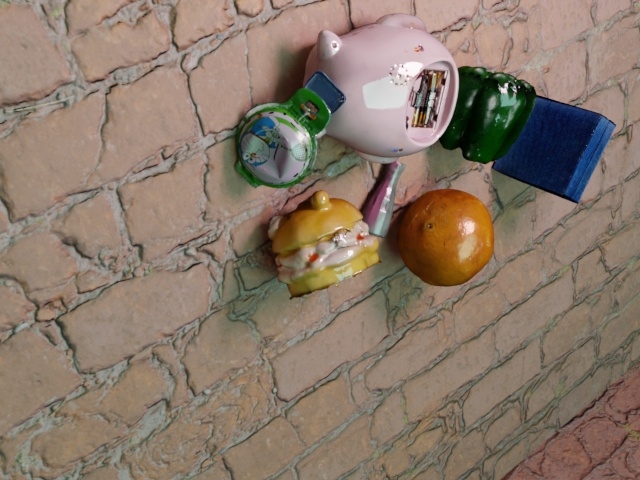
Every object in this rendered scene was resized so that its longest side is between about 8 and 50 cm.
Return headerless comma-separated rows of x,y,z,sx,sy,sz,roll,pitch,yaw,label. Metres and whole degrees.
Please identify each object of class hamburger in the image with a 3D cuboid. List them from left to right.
0.000,0.000,1.881,0.276,0.276,0.237,-22,93,-29,hamburger

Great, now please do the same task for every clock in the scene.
0.144,-0.361,1.811,0.376,0.250,0.368,-6,116,-37,clock

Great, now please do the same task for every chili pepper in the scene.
0.456,-0.354,2.087,0.248,0.233,0.257,0,117,-34,chili pepper

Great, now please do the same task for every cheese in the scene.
-0.077,-0.248,1.723,0.320,0.204,0.083,-44,-179,26,cheese

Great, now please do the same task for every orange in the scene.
0.355,-0.008,2.133,0.226,0.284,0.284,26,94,-50,orange

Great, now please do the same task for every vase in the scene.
0.175,-0.119,2.078,0.086,0.086,0.214,15,97,-42,vase

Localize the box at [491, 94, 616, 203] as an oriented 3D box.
0.704,-0.284,2.280,0.116,0.279,0.261,15,102,-44,box
